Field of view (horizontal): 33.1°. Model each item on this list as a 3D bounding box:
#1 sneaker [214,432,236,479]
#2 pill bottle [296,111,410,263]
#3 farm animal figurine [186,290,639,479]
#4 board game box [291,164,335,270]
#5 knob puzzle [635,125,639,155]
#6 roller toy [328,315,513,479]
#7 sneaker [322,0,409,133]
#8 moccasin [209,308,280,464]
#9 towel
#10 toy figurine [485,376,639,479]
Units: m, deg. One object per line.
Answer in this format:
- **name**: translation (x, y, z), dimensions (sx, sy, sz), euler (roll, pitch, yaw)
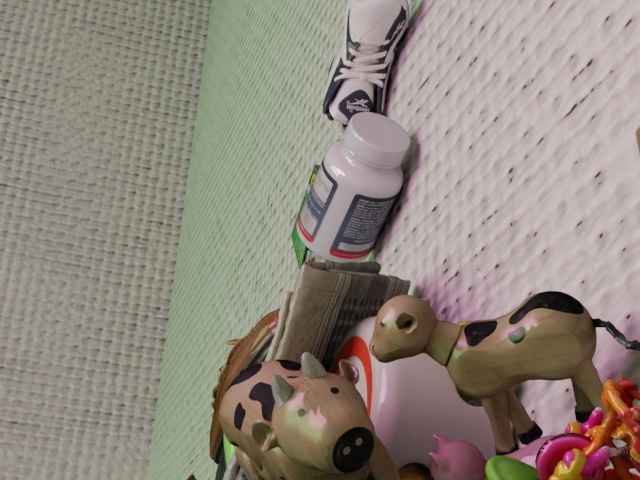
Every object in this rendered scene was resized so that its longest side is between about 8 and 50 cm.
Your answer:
- **sneaker**: translation (-0.065, 0.410, 1.367), dimensions (0.202, 0.185, 0.483), euler (90, -169, -76)
- **pill bottle**: translation (0.046, -0.068, 1.378), dimensions (0.108, 0.107, 0.180), euler (-97, 25, -49)
- **farm animal figurine**: translation (0.025, 0.139, 0.785), dimensions (0.326, 0.330, 0.172), euler (-8, 113, 53)
- **board game box**: translation (0.000, 0.000, 1.639), dimensions (0.260, 0.030, 0.136), euler (-105, 29, -59)
- **knob puzzle**: translation (0.280, -0.065, 0.691), dimensions (0.213, 0.029, 0.213), euler (-168, 90, -75)
- **roller toy**: translation (0.078, 0.174, 1.009), dimensions (0.191, 0.146, 0.210), euler (165, 115, -73)
- **sneaker**: translation (0.061, -0.231, 1.478), dimensions (0.235, 0.094, 0.153), euler (129, 148, -59)
- **moccasin**: translation (-0.090, 0.207, 1.633), dimensions (0.380, 0.139, 0.147), euler (107, 158, -53)
- **towel**: translation (-0.015, 0.171, 1.130), dimensions (0.312, 0.056, 0.324), euler (12, -81, -68)
- **toy figurine**: translation (0.208, 0.111, 0.617), dimensions (0.159, 0.173, 0.130), euler (-60, 2, 13)
